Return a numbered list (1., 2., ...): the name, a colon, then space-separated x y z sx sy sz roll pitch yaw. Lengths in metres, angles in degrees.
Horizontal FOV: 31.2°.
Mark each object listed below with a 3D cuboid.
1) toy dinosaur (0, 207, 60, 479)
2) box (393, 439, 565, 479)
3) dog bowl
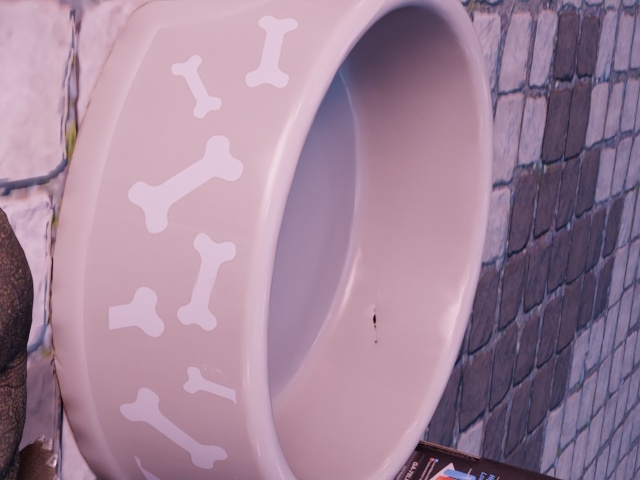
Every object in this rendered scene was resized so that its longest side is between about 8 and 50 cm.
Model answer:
1. toy dinosaur: -0.150 0.056 0.400 0.160 0.121 0.313 -54 142 -61
2. box: 0.090 0.272 0.727 0.295 0.293 0.073 -54 146 -40
3. dog bowl: 0.000 0.000 0.655 0.349 0.102 0.349 -33 128 -55
